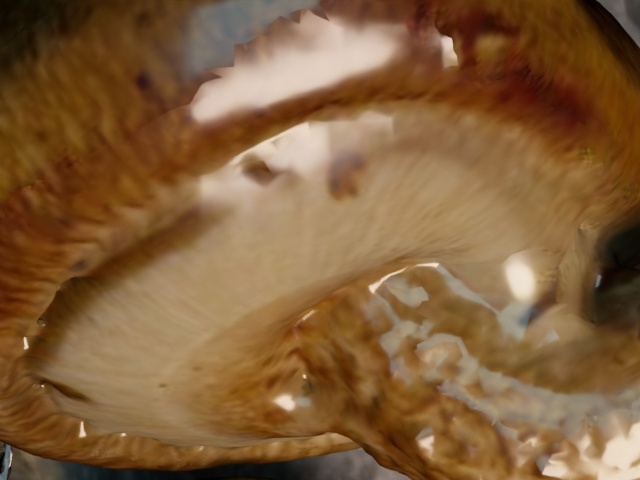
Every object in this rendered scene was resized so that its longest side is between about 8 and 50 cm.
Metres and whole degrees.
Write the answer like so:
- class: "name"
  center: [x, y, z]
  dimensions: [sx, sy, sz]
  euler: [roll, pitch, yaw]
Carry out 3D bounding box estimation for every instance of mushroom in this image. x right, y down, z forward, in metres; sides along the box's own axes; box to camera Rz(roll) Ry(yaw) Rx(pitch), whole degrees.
- class: "mushroom"
  center: [0.000, 0.000, 0.579]
  dimensions: [0.345, 0.345, 0.260]
  euler: [-20, 60, 1]

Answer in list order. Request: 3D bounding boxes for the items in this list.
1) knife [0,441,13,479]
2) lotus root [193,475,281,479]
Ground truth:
- class: "knife"
  center: [-0.321, 0.067, 0.709]
  dimensions: [0.365, 0.043, 0.089]
  euler: [16, 96, -1]
- class: "lotus root"
  center: [-0.017, 0.194, 0.689]
  dimensions: [0.138, 0.138, 0.214]
  euler: [-38, 111, 3]
